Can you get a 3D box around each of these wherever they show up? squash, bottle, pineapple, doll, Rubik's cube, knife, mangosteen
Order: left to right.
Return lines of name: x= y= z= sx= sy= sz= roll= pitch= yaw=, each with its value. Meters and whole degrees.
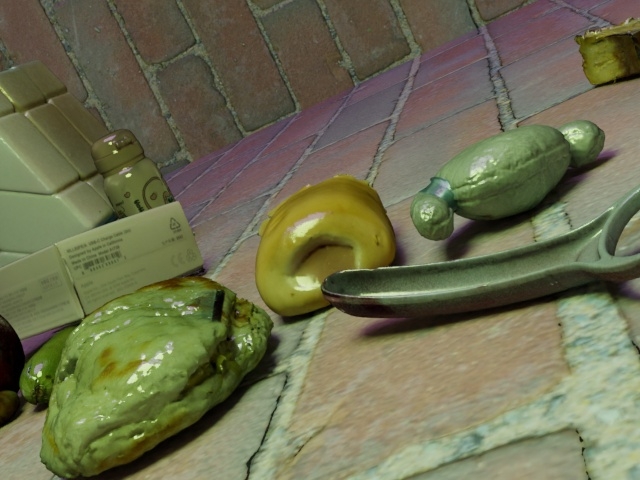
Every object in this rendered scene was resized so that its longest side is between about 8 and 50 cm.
mangosteen: x=-0.374 y=0.139 z=0.954 sx=0.152 sy=0.153 sz=0.152 roll=-25 pitch=12 yaw=6
Rubik's cube: x=-0.542 y=-0.082 z=1.621 sx=0.322 sy=0.319 sz=0.316 roll=-40 pitch=7 yaw=18
squash: x=-0.274 y=0.126 z=0.994 sx=0.052 sy=0.052 sz=0.183 roll=-24 pitch=9 yaw=10
bottle: x=-0.303 y=-0.080 z=1.526 sx=0.097 sy=0.209 sz=0.110 roll=-33 pitch=13 yaw=-33
knife: x=0.116 y=0.021 z=0.607 sx=0.277 sy=0.053 sz=0.123 roll=-18 pitch=19 yaw=36
doll: x=0.157 y=-0.058 z=0.808 sx=0.214 sy=0.072 sz=0.103 roll=-28 pitch=13 yaw=-27
pineapple: x=0.378 y=-0.236 z=1.109 sx=0.137 sy=0.069 sz=0.116 roll=-20 pitch=13 yaw=19

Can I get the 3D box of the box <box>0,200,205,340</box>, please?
box: x=-0.307 y=0.049 z=1.186 sx=0.251 sy=0.106 sz=0.203 roll=-19 pitch=5 yaw=41

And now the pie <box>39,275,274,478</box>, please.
pie: x=-0.137 y=0.091 z=0.753 sx=0.201 sy=0.090 sz=0.248 roll=-24 pitch=15 yaw=-6

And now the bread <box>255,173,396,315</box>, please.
bread: x=0.000 y=-0.002 z=0.864 sx=0.134 sy=0.085 sz=0.173 roll=-26 pitch=12 yaw=4
